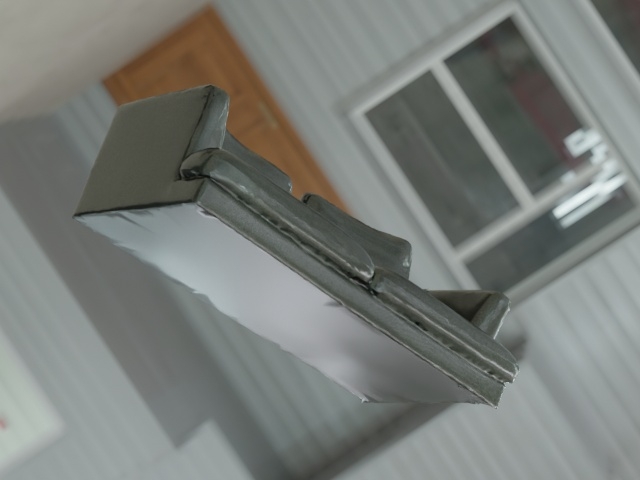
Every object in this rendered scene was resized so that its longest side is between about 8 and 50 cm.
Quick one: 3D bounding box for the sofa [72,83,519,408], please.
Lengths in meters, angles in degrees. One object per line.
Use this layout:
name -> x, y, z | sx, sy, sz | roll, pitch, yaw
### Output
sofa -> 0.000, 0.000, 0.662 | 0.085, 0.147, 0.060 | -4, -123, 55
